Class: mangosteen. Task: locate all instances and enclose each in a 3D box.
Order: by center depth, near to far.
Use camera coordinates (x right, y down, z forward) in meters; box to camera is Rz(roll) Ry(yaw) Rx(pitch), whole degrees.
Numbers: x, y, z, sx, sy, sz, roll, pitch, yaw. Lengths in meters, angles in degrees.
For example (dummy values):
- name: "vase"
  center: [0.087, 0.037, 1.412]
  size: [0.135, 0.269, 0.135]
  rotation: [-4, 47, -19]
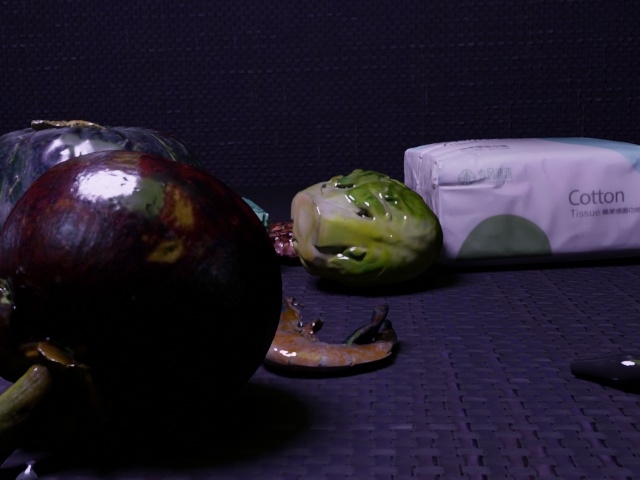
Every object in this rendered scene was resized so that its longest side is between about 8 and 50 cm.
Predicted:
- name: "mangosteen"
  center: [-0.162, 0.067, 0.635]
  size: [0.231, 0.231, 0.289]
  rotation: [5, 52, 35]

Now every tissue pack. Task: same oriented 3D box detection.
- name: "tissue pack"
  center: [0.333, -0.069, 1.327]
  size: [0.357, 0.193, 0.266]
  rotation: [-3, 10, -5]

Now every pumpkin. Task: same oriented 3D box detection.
- name: "pumpkin"
  center: [-0.292, -0.031, 1.048]
  size: [0.323, 0.241, 0.323]
  rotation: [4, 8, -1]

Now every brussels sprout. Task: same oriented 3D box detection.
- name: "brussels sprout"
  center: [0.067, -0.009, 1.151]
  size: [0.223, 0.161, 0.223]
  rotation: [6, 30, -4]

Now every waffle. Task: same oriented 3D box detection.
- name: "waffle"
  center: [0.000, 0.000, 1.406]
  size: [0.221, 0.055, 0.234]
  rotation: [0, 13, -5]

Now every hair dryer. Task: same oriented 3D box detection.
- name: "hair dryer"
  center: [0.278, 0.116, 0.732]
  size: [0.083, 0.031, 0.079]
  rotation: [9, -8, -38]

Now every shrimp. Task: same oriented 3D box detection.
- name: "shrimp"
  center: [0.000, 0.087, 0.862]
  size: [0.152, 0.046, 0.219]
  rotation: [-4, 13, -12]

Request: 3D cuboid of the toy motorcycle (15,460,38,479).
- name: "toy motorcycle"
  center: [-0.099, 0.155, 0.373]
  size: [0.213, 0.082, 0.122]
  rotation: [7, 7, -36]

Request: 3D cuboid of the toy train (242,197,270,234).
- name: "toy train"
  center: [-0.173, -0.009, 1.323]
  size: [0.154, 0.115, 0.269]
  rotation: [5, 7, -14]
